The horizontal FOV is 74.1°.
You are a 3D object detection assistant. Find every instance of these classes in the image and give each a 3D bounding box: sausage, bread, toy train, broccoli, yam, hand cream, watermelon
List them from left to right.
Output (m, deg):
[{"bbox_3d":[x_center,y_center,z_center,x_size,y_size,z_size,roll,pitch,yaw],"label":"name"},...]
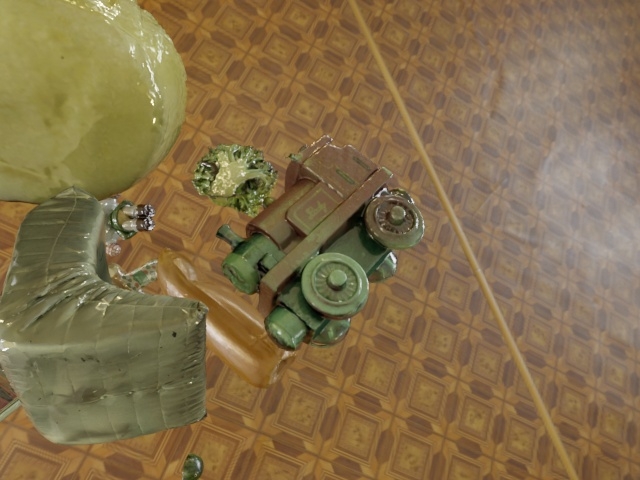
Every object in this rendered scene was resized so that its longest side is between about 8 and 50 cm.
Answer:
[{"bbox_3d":[-0.339,-0.195,0.544,0.320,0.321,0.237,3,40,-19],"label":"bread"},{"bbox_3d":[-0.523,0.179,1.234,0.066,0.066,0.300,-48,130,-26],"label":"yam"},{"bbox_3d":[-0.445,0.083,1.110,0.165,0.037,0.057,-28,110,13],"label":"hand cream"},{"bbox_3d":[-0.472,0.854,1.589,0.062,0.105,0.106,-7,72,12],"label":"watermelon"},{"bbox_3d":[-0.205,0.142,0.837,0.354,0.134,0.116,37,90,18],"label":"sausage"},{"bbox_3d":[-0.257,-0.144,1.236,0.242,0.180,0.273,16,47,-4],"label":"broccoli"},{"bbox_3d":[0.000,0.000,0.599,0.221,0.150,0.304,39,59,11],"label":"toy train"}]

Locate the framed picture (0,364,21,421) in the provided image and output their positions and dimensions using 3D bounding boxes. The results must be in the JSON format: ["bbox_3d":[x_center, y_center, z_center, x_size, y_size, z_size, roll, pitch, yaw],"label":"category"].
[{"bbox_3d":[-0.737,0.282,0.992,0.216,0.016,0.273,42,32,-3],"label":"framed picture"}]

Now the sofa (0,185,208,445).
[{"bbox_3d":[-0.231,0.082,0.486,0.175,0.210,0.225,-6,40,-21],"label":"sofa"}]

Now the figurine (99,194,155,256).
[{"bbox_3d":[-0.813,-0.079,1.658,0.369,0.167,0.282,-1,87,22],"label":"figurine"}]
